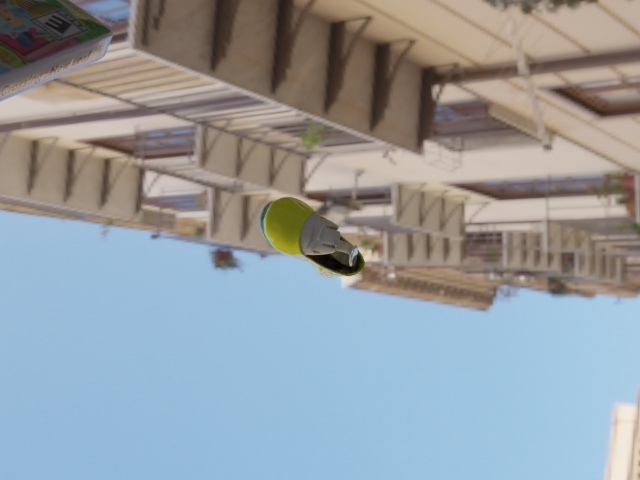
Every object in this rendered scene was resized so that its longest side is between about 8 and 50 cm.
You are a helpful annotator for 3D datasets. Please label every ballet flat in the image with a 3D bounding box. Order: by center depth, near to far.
[{"bbox_3d":[0.000,0.000,1.431,0.231,0.077,0.077,39,-114,-61],"label":"ballet flat"}]

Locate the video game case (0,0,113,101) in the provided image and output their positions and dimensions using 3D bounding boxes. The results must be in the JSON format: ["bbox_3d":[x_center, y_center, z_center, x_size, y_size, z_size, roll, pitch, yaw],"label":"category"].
[{"bbox_3d":[-0.233,-0.125,0.491,0.023,0.212,0.193,-60,-9,32],"label":"video game case"}]
